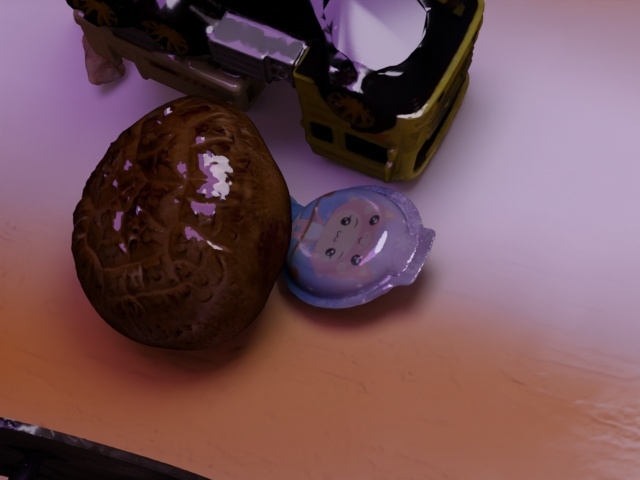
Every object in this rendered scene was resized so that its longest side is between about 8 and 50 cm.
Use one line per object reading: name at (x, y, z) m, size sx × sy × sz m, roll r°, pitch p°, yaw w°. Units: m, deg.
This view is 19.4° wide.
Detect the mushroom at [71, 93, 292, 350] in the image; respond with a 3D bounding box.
mushroom at (-0.132, -0.019, 1.759) m, size 0.253 × 0.153 × 0.253 m, roll -23°, pitch 55°, yaw 38°

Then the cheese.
cheese at (0.000, 0.000, 1.773) m, size 0.245 × 0.052 × 0.135 m, roll 10°, pitch 63°, yaw 37°

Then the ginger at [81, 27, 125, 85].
ginger at (-0.216, -0.291, 2.052) m, size 0.089 × 0.075 × 0.288 m, roll -2°, pitch 51°, yaw 11°

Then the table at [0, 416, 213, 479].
table at (-0.237, 0.306, 1.564) m, size 0.317 × 0.317 × 0.249 m, roll 6°, pitch 73°, yaw 23°

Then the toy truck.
toy truck at (-0.050, -0.202, 1.818) m, size 0.405 × 0.254 × 0.180 m, roll 22°, pitch 68°, yaw 15°
